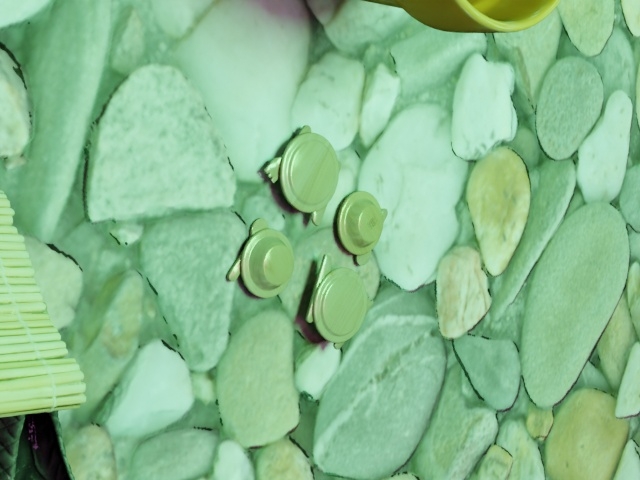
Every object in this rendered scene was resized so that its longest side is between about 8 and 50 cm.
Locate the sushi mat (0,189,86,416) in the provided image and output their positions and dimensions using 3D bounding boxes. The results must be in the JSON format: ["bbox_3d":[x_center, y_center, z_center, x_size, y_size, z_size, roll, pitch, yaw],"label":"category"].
[{"bbox_3d":[-0.250,0.027,0.492,0.316,0.019,0.151,3,52,-58],"label":"sushi mat"}]

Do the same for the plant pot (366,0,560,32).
[{"bbox_3d":[0.062,-0.252,0.747,0.205,0.188,0.205,-8,102,-45],"label":"plant pot"}]

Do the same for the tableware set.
[{"bbox_3d":[0.000,0.000,0.845,0.169,0.020,0.141,39,67,-40],"label":"tableware set"}]

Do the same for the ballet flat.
[{"bbox_3d":[-0.181,0.165,0.666,0.057,0.049,0.173,-31,117,-37],"label":"ballet flat"}]
